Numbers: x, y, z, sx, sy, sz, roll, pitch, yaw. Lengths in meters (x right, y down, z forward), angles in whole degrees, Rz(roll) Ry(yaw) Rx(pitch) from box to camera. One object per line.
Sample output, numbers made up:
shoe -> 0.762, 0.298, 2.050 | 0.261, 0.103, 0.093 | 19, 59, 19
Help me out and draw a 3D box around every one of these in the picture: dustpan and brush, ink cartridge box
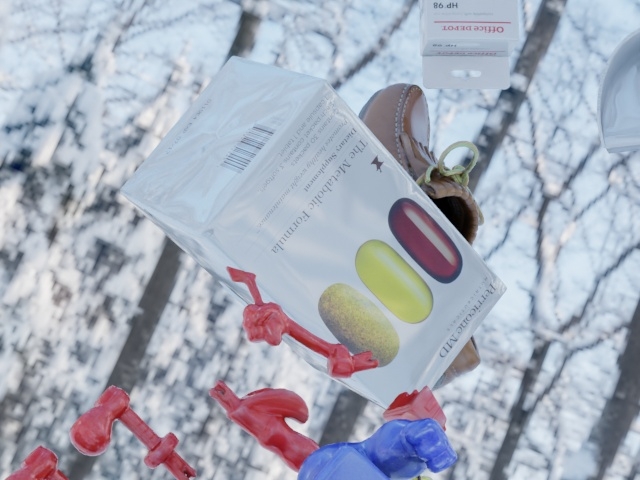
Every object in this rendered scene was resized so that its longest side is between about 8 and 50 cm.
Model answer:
dustpan and brush -> 0.380, -0.213, 1.475 | 0.147, 0.211, 0.060 | -7, -23, 12
ink cartridge box -> 0.163, -0.261, 1.436 | 0.104, 0.180, 0.060 | 0, -11, -3

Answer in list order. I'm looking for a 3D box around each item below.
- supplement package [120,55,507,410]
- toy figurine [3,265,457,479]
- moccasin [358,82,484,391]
supplement package -> 0.000, 0.000, 0.964 | 0.244, 0.139, 0.134 | 45, -12, -34
toy figurine -> -0.055, 0.159, 0.592 | 0.191, 0.362, 0.217 | 48, -24, -4
moccasin -> 0.103, -0.020, 1.305 | 0.147, 0.380, 0.139 | -16, -50, 17
